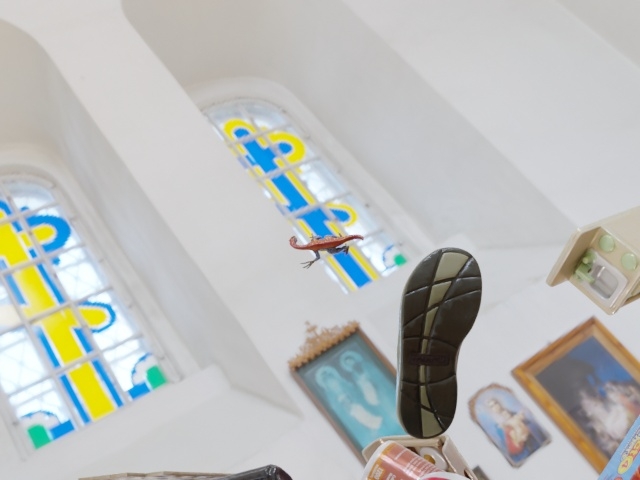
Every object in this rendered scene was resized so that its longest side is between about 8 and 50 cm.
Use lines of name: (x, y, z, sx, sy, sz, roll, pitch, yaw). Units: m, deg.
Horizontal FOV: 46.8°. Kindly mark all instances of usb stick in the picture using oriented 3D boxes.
usb stick: (-0.172, 0.437, 1.261, 0.278, 0.045, 0.077, -23, -55, 26)

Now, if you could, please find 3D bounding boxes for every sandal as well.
sandal: (0.170, 0.156, 1.160, 0.086, 0.120, 0.303, -97, 18, -84)

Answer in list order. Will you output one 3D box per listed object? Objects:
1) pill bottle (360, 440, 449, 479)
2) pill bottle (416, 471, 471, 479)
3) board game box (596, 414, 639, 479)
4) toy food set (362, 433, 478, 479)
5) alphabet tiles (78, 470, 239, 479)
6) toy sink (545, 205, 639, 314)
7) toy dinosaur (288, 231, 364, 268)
pill bottle: (0.192, 0.477, 1.381, 0.121, 0.216, 0.121, -36, -41, -40)
pill bottle: (0.103, 0.441, 0.936, 0.318, 0.176, 0.176, -19, -31, -49)
board game box: (0.498, 0.374, 0.916, 0.302, 0.308, 0.086, -53, -5, -8)
toy food set: (0.247, 0.565, 1.713, 0.092, 0.220, 0.306, -40, 10, -36)
alphabet tiles: (-0.291, 0.416, 1.292, 0.198, 0.009, 0.237, -16, -24, 30)
toy sink: (0.596, 0.046, 1.479, 0.234, 0.131, 0.153, -15, -42, -34)
toy dinosaur: (0.000, 0.000, 1.046, 0.082, 0.047, 0.090, 4, -31, -39)
